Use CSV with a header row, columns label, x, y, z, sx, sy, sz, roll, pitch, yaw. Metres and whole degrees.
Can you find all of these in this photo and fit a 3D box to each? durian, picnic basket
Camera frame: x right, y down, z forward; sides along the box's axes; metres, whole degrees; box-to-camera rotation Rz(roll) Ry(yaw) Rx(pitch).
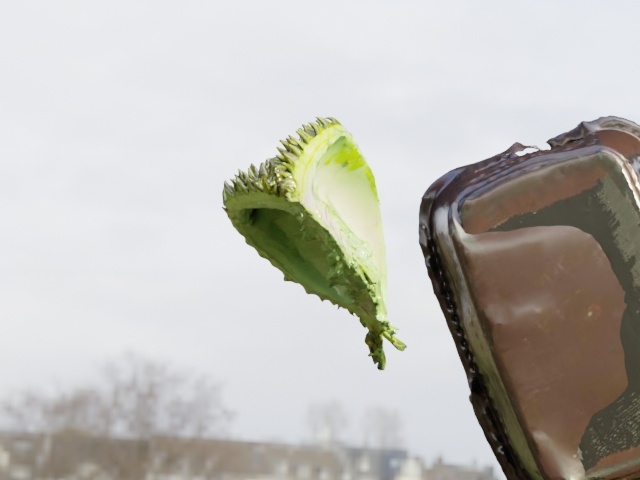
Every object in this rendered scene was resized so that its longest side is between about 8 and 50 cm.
label,x,y,z,sx,sy,sz,roll,pitch,yaw
durian,0.000,0.000,1.069,0.086,0.100,0.215,-26,-32,5
picnic basket,0.205,0.060,1.418,0.223,0.296,0.129,-21,-2,6
